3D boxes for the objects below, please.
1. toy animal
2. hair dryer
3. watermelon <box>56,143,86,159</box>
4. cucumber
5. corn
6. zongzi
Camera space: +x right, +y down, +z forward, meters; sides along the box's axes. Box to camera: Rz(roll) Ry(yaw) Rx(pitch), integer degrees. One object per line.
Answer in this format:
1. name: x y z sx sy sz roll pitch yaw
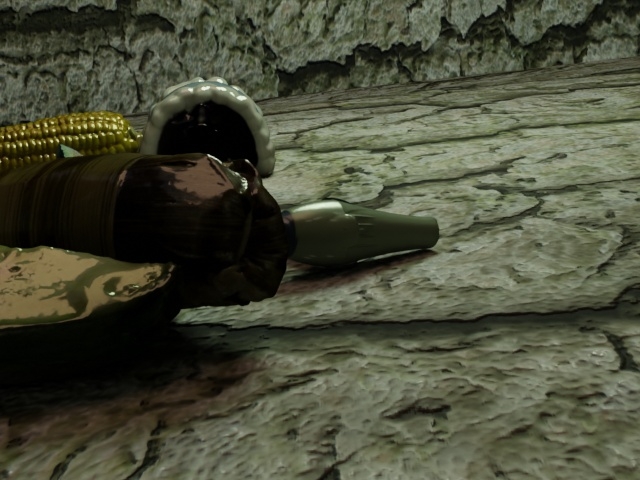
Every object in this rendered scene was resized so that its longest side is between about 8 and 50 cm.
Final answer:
1. toy animal: -0.175 -0.167 1.808 0.208 0.156 0.204 -4 15 -5
2. hair dryer: 0.021 -0.001 1.184 0.167 0.067 0.199 0 -5 -13
3. watermelon: -0.312 -0.071 1.638 0.094 0.081 0.180 6 23 -19
4. cucumber: -0.258 0.059 0.863 0.325 0.145 0.105 4 52 8
5. corn: -0.451 -0.127 1.850 0.363 0.120 0.120 -9 12 -11
6. zongzi: -0.123 0.004 1.014 0.286 0.134 0.288 -1 -6 26
